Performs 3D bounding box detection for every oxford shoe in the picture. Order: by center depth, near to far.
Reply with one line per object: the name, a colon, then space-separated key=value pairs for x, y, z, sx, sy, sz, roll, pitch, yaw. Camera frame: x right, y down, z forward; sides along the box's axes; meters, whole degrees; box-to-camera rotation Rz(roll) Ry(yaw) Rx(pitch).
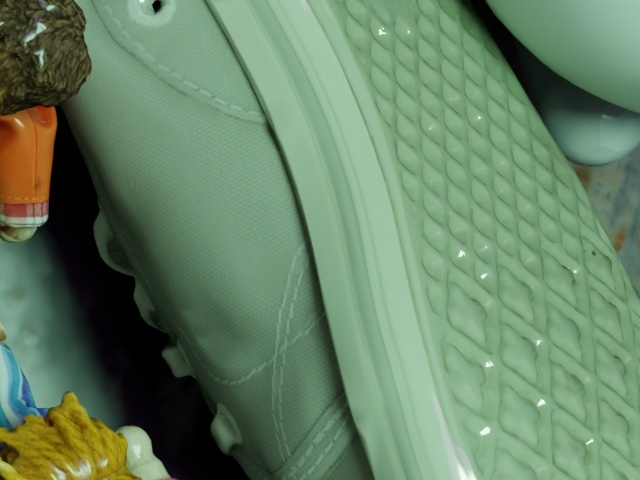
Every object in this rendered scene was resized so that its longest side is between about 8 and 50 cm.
oxford shoe: x=0.000 y=0.000 z=0.600 sx=0.169 sy=0.130 sz=0.449 roll=-8 pitch=68 yaw=-61

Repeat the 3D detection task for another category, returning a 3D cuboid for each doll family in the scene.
doll family: x=-0.098 y=0.043 z=0.532 sx=0.118 sy=0.163 sz=0.263 roll=-24 pitch=91 yaw=-28

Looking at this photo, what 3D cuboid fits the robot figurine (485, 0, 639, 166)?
robot figurine: x=0.135 y=-0.174 z=0.661 sx=0.200 sy=0.300 sz=0.353 roll=10 pitch=36 yaw=-9
